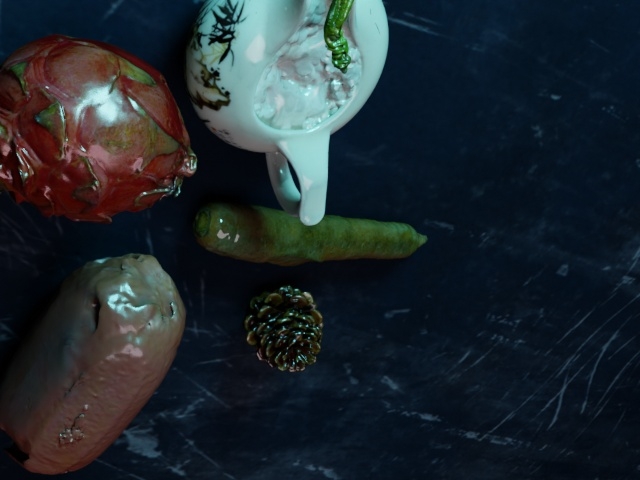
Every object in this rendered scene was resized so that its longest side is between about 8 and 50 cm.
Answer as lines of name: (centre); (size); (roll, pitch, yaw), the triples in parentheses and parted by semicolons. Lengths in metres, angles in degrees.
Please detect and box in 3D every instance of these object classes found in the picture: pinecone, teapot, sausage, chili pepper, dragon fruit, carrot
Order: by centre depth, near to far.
chili pepper: (0.016, -0.186, 1.080); (0.027, 0.022, 0.083); (-16, 129, -26)
dragon fruit: (-0.216, -0.100, 1.096); (0.209, 0.172, 0.172); (-1, 129, -33)
teapot: (-0.024, -0.159, 1.188); (0.208, 0.166, 0.300); (-26, 131, -29)
sausage: (-0.252, 0.134, 1.314); (0.152, 0.152, 0.280); (15, 122, -43)
carrot: (0.000, -0.001, 1.423); (0.342, 0.070, 0.070); (5, 126, -40)
pinecone: (-0.037, 0.110, 1.469); (0.102, 0.109, 0.102); (-17, 125, -25)
